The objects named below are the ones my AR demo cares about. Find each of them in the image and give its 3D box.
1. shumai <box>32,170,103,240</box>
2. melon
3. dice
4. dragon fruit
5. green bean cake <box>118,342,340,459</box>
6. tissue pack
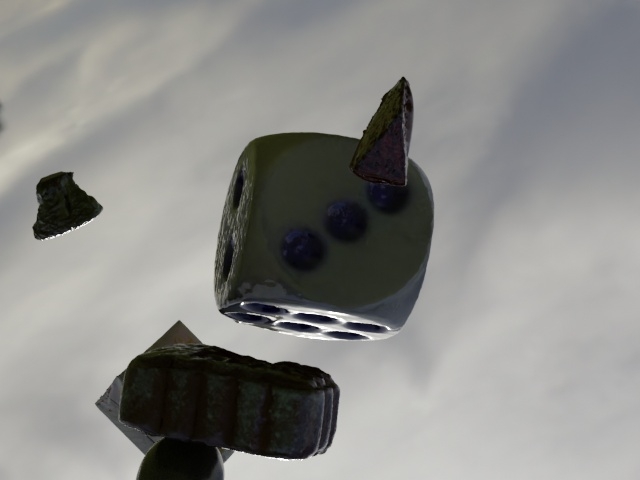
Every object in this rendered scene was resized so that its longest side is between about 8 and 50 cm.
[{"bbox_3d":[-0.392,-0.057,2.117,0.124,0.087,0.099,-16,-165,34],"label":"shumai"},{"bbox_3d":[-0.155,0.265,1.570,0.098,0.098,0.130,-16,-161,23],"label":"melon"},{"bbox_3d":[0.000,0.000,2.013,0.259,0.251,0.243,11,163,-12],"label":"dice"},{"bbox_3d":[0.087,-0.121,1.585,0.097,0.063,0.131,-49,-165,31],"label":"dragon fruit"},{"bbox_3d":[-0.095,0.175,1.573,0.233,0.097,0.198,8,180,16],"label":"green bean cake"},{"bbox_3d":[-0.224,0.276,2.341,0.185,0.225,0.124,-43,177,-44],"label":"tissue pack"}]
